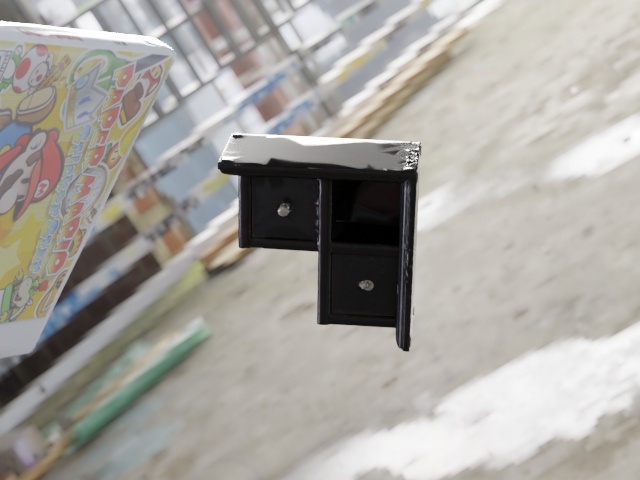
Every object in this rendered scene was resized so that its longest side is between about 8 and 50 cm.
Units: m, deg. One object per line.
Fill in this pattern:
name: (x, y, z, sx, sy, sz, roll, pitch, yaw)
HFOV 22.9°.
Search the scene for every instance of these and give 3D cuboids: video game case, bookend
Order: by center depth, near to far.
video game case: (-0.190, -0.020, 0.916, 0.227, 0.026, 0.206, -62, -21, 16)
bookend: (0.000, 0.000, 1.280, 0.157, 0.156, 0.072, 4, 23, 5)
